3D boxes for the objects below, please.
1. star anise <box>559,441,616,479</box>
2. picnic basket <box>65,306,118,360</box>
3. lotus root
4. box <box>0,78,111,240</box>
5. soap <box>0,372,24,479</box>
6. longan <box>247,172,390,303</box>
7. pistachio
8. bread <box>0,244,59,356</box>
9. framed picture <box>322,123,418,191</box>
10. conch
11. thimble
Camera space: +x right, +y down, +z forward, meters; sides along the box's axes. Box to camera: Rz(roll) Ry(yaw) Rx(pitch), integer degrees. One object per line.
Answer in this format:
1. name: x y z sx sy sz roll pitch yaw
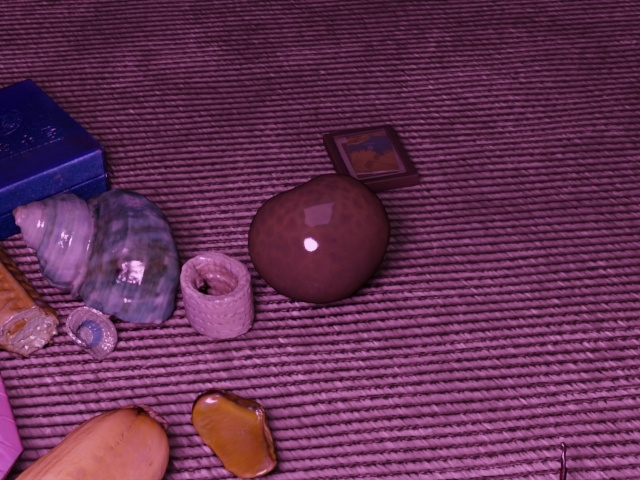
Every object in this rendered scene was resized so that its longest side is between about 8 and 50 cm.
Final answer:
1. star anise: 0.323 0.328 1.523 0.097 0.070 0.190 -4 58 0
2. picnic basket: -0.325 0.131 1.786 0.065 0.083 0.083 -51 16 -29
3. lotus root: -0.288 0.311 1.512 0.146 0.131 0.303 -12 22 43
4. box: -0.538 -0.135 2.106 0.261 0.116 0.279 -25 46 -28
5. soap: -0.465 0.249 1.508 0.193 0.109 0.324 27 14 -32
6. longan: 0.000 0.000 1.864 0.212 0.198 0.198 -28 44 -15
7. pistachio: -0.104 0.256 1.646 0.089 0.049 0.173 -39 50 -9
8. bread: -0.485 0.070 1.859 0.098 0.087 0.269 -26 44 -24
9. framed picture: 0.086 -0.142 2.171 0.128 0.023 0.168 -9 39 -11
10. conch: -0.332 0.013 1.877 0.277 0.195 0.220 30 48 -12
11. thimble: -0.151 0.083 1.837 0.102 0.090 0.115 -17 42 -14
